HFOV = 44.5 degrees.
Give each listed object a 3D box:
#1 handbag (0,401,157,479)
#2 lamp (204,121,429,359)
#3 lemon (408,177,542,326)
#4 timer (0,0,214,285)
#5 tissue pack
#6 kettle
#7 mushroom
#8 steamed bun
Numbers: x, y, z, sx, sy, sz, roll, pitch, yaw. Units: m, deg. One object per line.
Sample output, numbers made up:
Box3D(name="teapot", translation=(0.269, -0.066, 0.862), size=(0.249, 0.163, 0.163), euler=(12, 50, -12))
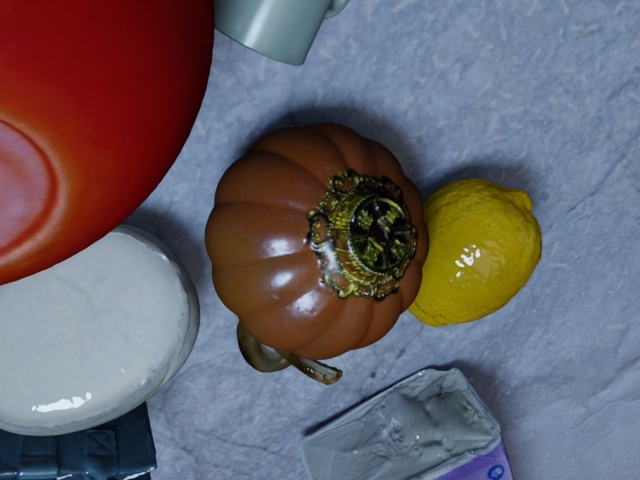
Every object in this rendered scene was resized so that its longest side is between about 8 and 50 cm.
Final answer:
Box3D(name="handbag", translation=(-0.286, 0.192, 0.781), size=(0.229, 0.179, 0.062), euler=(4, 121, -24))
Box3D(name="lamp", translation=(0.000, 0.000, 0.735), size=(0.223, 0.196, 0.223), euler=(2, 87, -33))
Box3D(name="lemon", translation=(0.153, 0.015, 0.837), size=(0.142, 0.142, 0.187), euler=(19, 120, -29))
Box3D(name="timer", translation=(-0.253, -0.129, 0.473), size=(0.377, 0.279, 0.378), euler=(-18, 150, -11))
Box3D(name="tissue pack", translation=(0.136, 0.354, 1.054), size=(0.242, 0.160, 0.338), euler=(-24, 127, -4))
Box3D(name="kettle", translation=(-0.015, -0.226, 0.638), size=(0.126, 0.098, 0.148), euler=(20, 112, -24))
Box3D(name="mushroom", translation=(-0.034, 0.120, 0.880), size=(0.129, 0.073, 0.088), euler=(34, 95, 1))
Box3D(name="steamed bun", translation=(-0.227, 0.087, 0.747), size=(0.228, 0.131, 0.177), euler=(-33, 87, -10))
